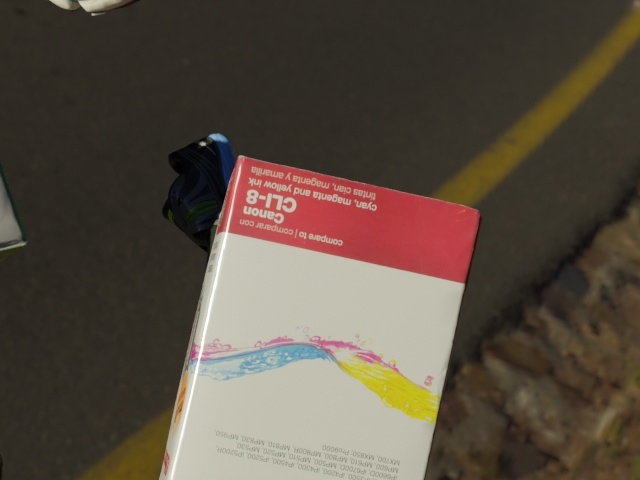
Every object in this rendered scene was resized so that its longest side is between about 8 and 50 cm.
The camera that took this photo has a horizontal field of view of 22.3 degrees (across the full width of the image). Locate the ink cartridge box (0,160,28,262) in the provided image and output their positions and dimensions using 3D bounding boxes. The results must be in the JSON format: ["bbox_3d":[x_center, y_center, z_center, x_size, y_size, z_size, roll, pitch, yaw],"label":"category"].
[{"bbox_3d":[-0.352,-0.029,1.345,0.092,0.219,0.160,-14,80,-42],"label":"ink cartridge box"}]

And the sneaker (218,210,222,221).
[{"bbox_3d":[0.000,0.000,1.322,0.166,0.076,0.065,-4,26,-9],"label":"sneaker"}]

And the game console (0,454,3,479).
[{"bbox_3d":[-0.322,0.304,1.169,0.213,0.361,0.044,15,-3,36],"label":"game console"}]

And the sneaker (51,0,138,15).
[{"bbox_3d":[-0.083,-0.244,0.817,0.107,0.275,0.110,18,-13,27],"label":"sneaker"}]

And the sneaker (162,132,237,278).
[{"bbox_3d":[-0.104,-0.016,1.495,0.078,0.067,0.188,-14,52,2],"label":"sneaker"}]

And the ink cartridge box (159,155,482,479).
[{"bbox_3d":[-0.004,0.061,0.837,0.127,0.176,0.128,13,-5,-5],"label":"ink cartridge box"}]
